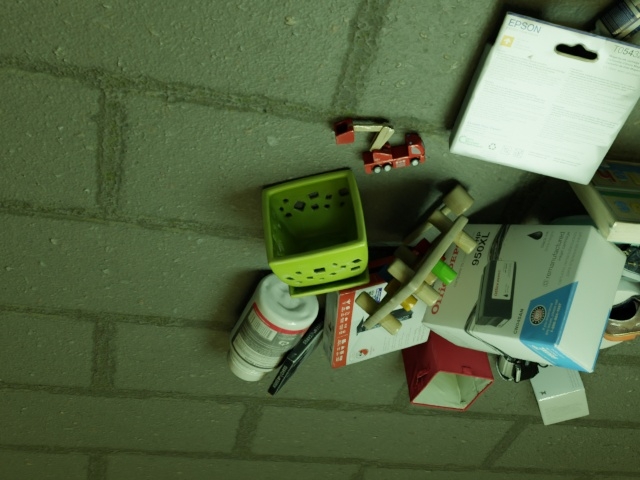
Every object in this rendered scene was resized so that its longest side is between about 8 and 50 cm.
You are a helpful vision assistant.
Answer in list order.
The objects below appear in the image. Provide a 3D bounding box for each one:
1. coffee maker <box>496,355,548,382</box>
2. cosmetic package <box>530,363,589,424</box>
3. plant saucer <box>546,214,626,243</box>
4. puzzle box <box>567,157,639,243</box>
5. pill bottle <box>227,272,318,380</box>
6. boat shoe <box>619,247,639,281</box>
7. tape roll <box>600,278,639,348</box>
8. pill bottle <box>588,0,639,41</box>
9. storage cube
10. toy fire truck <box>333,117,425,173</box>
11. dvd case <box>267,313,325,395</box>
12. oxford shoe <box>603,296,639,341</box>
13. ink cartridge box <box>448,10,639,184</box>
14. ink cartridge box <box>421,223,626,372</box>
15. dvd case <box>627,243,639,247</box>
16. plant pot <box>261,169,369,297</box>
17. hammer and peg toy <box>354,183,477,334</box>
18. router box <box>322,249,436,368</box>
[{"bbox_3d":[0.630,0.336,2.183,0.171,0.120,0.178,-24,140,-15],"label":"coffee maker"},{"bbox_3d":[0.769,0.479,2.306,0.151,0.151,0.184,-17,137,11],"label":"cosmetic package"},{"bbox_3d":[0.702,-0.027,1.726,0.317,0.044,0.317,4,176,0],"label":"plant saucer"},{"bbox_3d":[0.787,-0.086,1.616,0.408,0.272,0.052,4,129,-11],"label":"puzzle box"},{"bbox_3d":[-0.145,0.248,1.939,0.176,0.176,0.318,14,133,-21],"label":"pill bottle"},{"bbox_3d":[0.796,0.053,1.896,0.183,0.083,0.065,16,171,-33],"label":"boat shoe"},{"bbox_3d":[0.793,0.199,2.048,0.286,0.100,0.286,-3,137,-3],"label":"tape roll"},{"bbox_3d":[0.583,-0.421,1.387,0.067,0.067,0.120,31,126,-33],"label":"pill bottle"},{"bbox_3d":[0.373,0.369,2.116,0.215,0.193,0.184,12,134,-17],"label":"storage cube"},{"bbox_3d":[0.133,-0.216,1.571,0.192,0.047,0.135,-11,136,4],"label":"toy fire truck"},{"bbox_3d":[-0.050,0.313,2.000,0.029,0.238,0.179,36,132,9],"label":"dvd case"},{"bbox_3d":[0.894,0.198,1.920,0.271,0.097,0.098,-19,129,14],"label":"oxford shoe"},{"bbox_3d":[0.471,-0.293,1.469,0.324,0.071,0.330,13,129,-5],"label":"ink cartridge box"},{"bbox_3d":[0.464,0.119,1.667,0.166,0.285,0.395,32,163,-33],"label":"ink cartridge box"},{"bbox_3d":[0.879,-0.025,1.882,0.087,0.013,0.119,-1,136,-5],"label":"dvd case"},{"bbox_3d":[0.000,0.000,1.665,0.227,0.228,0.207,-12,143,6],"label":"plant pot"},{"bbox_3d":[0.246,0.046,1.664,0.127,0.361,0.266,41,145,2],"label":"hammer and peg toy"},{"bbox_3d":[0.164,0.184,1.919,0.301,0.082,0.335,-14,139,-15],"label":"router box"}]
